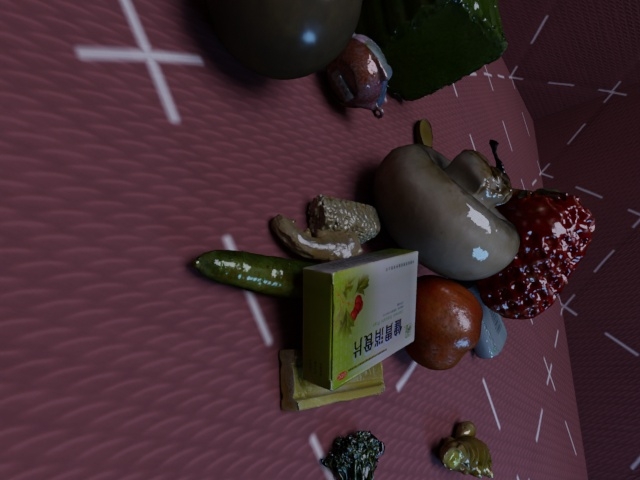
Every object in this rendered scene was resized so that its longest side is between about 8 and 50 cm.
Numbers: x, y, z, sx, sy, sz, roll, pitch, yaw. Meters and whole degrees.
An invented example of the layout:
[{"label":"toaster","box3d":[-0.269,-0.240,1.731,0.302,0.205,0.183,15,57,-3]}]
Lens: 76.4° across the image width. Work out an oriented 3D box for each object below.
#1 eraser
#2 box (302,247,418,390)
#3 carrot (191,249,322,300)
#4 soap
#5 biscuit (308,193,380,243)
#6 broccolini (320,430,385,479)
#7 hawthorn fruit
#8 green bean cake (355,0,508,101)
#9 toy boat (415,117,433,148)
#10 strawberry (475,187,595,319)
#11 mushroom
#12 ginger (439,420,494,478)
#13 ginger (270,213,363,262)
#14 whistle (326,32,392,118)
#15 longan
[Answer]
[{"label":"eraser","box3d":[0.489,0.217,1.242,0.174,0.081,0.226,-30,102,-48]},{"label":"box","box3d":[0.076,0.114,0.679,0.261,0.062,0.174,-9,102,-51]},{"label":"carrot","box3d":[-0.041,0.060,0.651,0.359,0.074,0.074,16,66,-46]},{"label":"soap","box3d":[0.031,0.232,0.706,0.252,0.037,0.092,15,68,-48]},{"label":"biscuit","box3d":[0.048,-0.038,0.797,0.169,0.071,0.081,10,63,-45]},{"label":"broccolini","box3d":[0.099,0.446,0.694,0.123,0.062,0.271,-28,94,-36]},{"label":"hawthorn fruit","box3d":[0.234,0.160,0.891,0.226,0.196,0.196,38,46,-5]},{"label":"green bean cake","box3d":[0.277,-0.550,1.054,0.335,0.319,0.217,11,68,-50]},{"label":"toy boat","box3d":[0.314,-0.317,1.245,0.048,0.049,0.149,4,63,-6]},{"label":"strawberry","box3d":[0.535,0.036,1.098,0.295,0.318,0.344,55,49,-71]},{"label":"mushroom","box3d":[0.298,-0.089,0.908,0.362,0.294,0.362,36,25,-19]},{"label":"ginger","box3d":[0.345,0.508,0.959,0.206,0.081,0.115,3,70,-52]},{"label":"ginger","box3d":[-0.001,0.003,0.698,0.174,0.051,0.069,17,59,-30]},{"label":"whistle","box3d":[0.047,-0.418,0.875,0.346,0.134,0.142,57,-4,-13]},{"label":"longan","box3d":[-0.057,-0.392,0.645,0.258,0.258,0.257,21,62,-46]}]
